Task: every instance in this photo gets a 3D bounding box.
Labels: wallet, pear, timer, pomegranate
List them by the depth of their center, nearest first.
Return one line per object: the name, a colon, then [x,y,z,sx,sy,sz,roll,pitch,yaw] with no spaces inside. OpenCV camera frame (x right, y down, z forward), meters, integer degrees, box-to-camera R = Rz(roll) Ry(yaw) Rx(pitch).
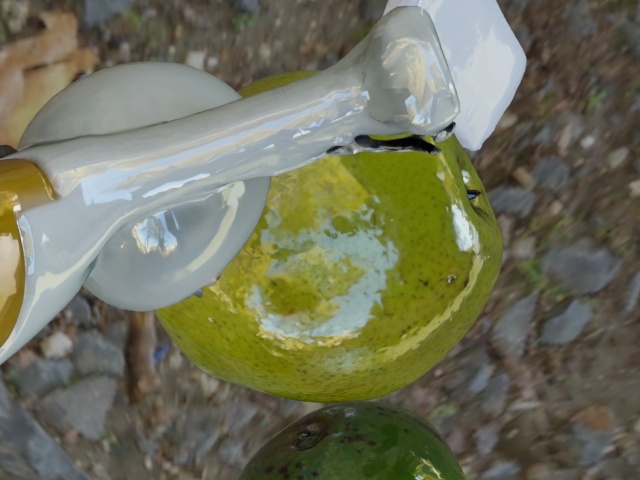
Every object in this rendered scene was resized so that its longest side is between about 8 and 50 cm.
timer: [-0.112,0.010,0.341,0.266,0.175,0.175,-21,81,-29]
pear: [0.000,0.000,0.958,0.198,0.198,0.198,1,79,-5]
pomegranate: [0.034,0.229,1.218,0.181,0.181,0.224,-22,111,-8]
wallet: [0.098,-0.140,1.223,0.033,0.190,0.095,24,77,32]
